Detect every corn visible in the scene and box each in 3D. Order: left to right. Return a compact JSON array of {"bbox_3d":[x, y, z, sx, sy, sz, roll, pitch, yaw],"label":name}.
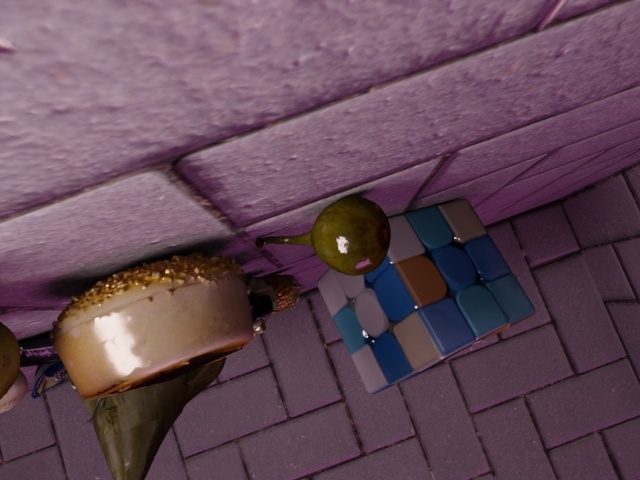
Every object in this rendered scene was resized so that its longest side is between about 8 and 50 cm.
[{"bbox_3d":[-0.209,0.175,1.448,0.317,0.115,0.115,-15,171,-17],"label":"corn"}]

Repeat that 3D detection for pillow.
[{"bbox_3d":[-0.605,0.242,1.083,0.141,0.055,0.208,-9,167,-27],"label":"pillow"}]

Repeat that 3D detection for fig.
[{"bbox_3d":[0.000,0.000,0.810,0.236,0.124,0.124,-8,180,31],"label":"fig"}]

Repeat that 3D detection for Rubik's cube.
[{"bbox_3d":[0.251,0.144,1.286,0.344,0.347,0.347,-16,158,-31],"label":"Rubik's cube"}]

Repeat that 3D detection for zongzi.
[{"bbox_3d":[-0.336,0.366,1.130,0.356,0.393,0.174,-4,128,-41],"label":"zongzi"}]

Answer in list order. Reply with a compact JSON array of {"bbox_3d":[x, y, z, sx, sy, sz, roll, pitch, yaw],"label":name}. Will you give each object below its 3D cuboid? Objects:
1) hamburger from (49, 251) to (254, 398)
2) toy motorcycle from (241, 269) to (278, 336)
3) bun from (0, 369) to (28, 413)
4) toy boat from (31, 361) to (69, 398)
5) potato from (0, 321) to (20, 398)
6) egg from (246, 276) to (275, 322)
[{"bbox_3d":[-0.243,0.119,0.748,0.302,0.170,0.302,-21,168,-5],"label":"hamburger"},{"bbox_3d":[-0.275,0.176,1.020,0.410,0.169,0.237,-17,-176,11],"label":"toy motorcycle"},{"bbox_3d":[-0.678,0.289,0.939,0.231,0.133,0.231,-28,175,-2],"label":"bun"},{"bbox_3d":[-0.595,0.317,1.243,0.262,0.115,0.114,-21,158,-1],"label":"toy boat"},{"bbox_3d":[-0.457,0.160,0.533,0.197,0.149,0.228,-21,-177,46],"label":"potato"},{"bbox_3d":[-0.194,0.164,1.285,0.181,0.141,0.141,-37,-178,-31],"label":"egg"}]
